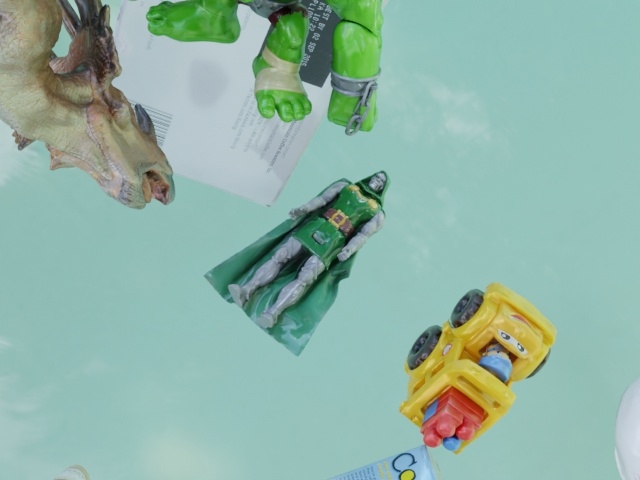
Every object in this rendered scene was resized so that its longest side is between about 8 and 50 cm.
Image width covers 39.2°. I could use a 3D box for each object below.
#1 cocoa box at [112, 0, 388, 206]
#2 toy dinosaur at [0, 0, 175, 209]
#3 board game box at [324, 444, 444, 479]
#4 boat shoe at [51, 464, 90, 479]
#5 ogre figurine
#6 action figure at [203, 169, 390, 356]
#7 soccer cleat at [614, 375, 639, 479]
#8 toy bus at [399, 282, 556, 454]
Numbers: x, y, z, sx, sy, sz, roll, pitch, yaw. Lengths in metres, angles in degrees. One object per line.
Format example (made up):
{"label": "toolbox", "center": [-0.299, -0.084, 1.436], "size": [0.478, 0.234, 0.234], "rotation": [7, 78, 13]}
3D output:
{"label": "cocoa box", "center": [-0.080, -0.248, 0.947], "size": [0.231, 0.347, 0.228], "rotation": [19, 52, -12]}
{"label": "toy dinosaur", "center": [-0.166, -0.150, 0.443], "size": [0.127, 0.200, 0.296], "rotation": [6, 109, 18]}
{"label": "board game box", "center": [0.053, 0.416, 1.264], "size": [0.275, 0.142, 0.144], "rotation": [-21, 57, 6]}
{"label": "boat shoe", "center": [-0.269, 0.318, 0.958], "size": [0.063, 0.059, 0.170], "rotation": [14, 108, 2]}
{"label": "ogre figurine", "center": [-0.037, -0.159, 0.562], "size": [0.197, 0.097, 0.118], "rotation": [44, 133, 19]}
{"label": "action figure", "center": [0.000, 0.000, 0.994], "size": [0.137, 0.063, 0.232], "rotation": [40, 66, 9]}
{"label": "soccer cleat", "center": [0.285, 0.179, 0.724], "size": [0.143, 0.331, 0.116], "rotation": [4, 71, 44]}
{"label": "toy bus", "center": [0.213, 0.198, 1.265], "size": [0.149, 0.211, 0.220], "rotation": [38, 122, -4]}
